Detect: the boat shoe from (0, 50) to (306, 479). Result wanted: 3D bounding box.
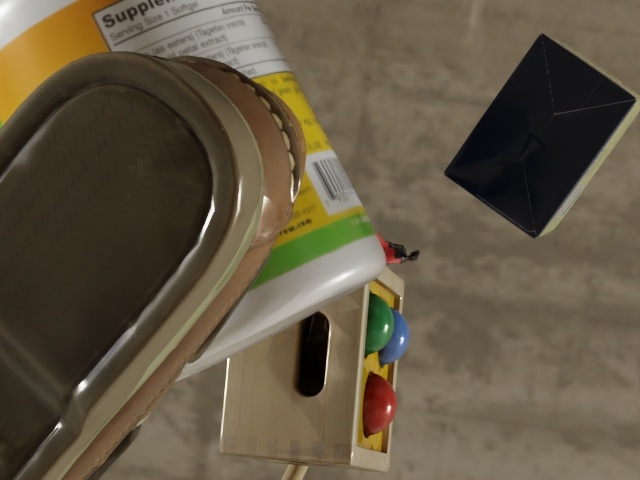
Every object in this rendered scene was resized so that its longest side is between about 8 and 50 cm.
[{"bbox_3d":[-0.118,0.063,0.583,0.307,0.110,0.104,-40,171,16],"label":"boat shoe"}]

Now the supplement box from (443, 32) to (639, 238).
[{"bbox_3d":[0.112,-0.051,0.856,0.056,0.083,0.083,37,-169,9],"label":"supplement box"}]

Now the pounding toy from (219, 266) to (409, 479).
[{"bbox_3d":[0.009,0.109,1.117,0.094,0.181,0.206,3,171,13],"label":"pounding toy"}]

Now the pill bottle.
[{"bbox_3d":[-0.082,-0.065,0.810,0.136,0.245,0.136,-27,176,-2],"label":"pill bottle"}]

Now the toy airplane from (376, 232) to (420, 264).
[{"bbox_3d":[0.000,0.000,1.279,0.151,0.028,0.151,8,177,0],"label":"toy airplane"}]
